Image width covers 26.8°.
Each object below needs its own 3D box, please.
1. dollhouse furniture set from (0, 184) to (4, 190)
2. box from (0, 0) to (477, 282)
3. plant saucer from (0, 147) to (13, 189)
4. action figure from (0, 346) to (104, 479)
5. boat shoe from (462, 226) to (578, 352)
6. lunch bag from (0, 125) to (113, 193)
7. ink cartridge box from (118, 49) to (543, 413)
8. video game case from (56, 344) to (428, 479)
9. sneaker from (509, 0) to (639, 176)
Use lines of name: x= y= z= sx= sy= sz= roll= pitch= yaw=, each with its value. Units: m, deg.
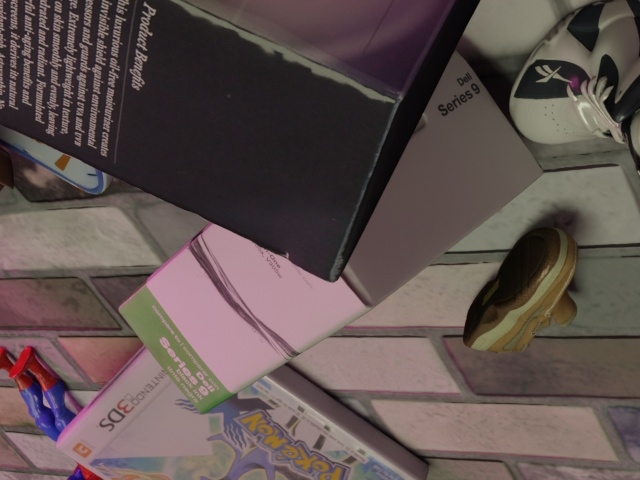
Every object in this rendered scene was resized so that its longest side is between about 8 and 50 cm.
dollhouse furniture set: x=-0.568 y=-0.058 z=1.428 sx=0.362 sy=0.256 sz=0.394 roll=37 pitch=123 yaw=-12
box: x=-0.050 y=-0.185 z=0.799 sx=0.294 sy=0.296 sz=0.182 roll=25 pitch=144 yaw=3
plant saucer: x=-0.333 y=-0.097 z=1.152 sx=0.168 sy=0.029 sz=0.168 roll=29 pitch=178 yaw=1
action figure: x=-0.336 y=0.275 z=1.698 sx=0.091 sy=0.139 sz=0.280 roll=-4 pitch=136 yaw=39
boat shoe: x=0.185 y=0.046 z=1.134 sx=0.072 sy=0.068 sz=0.190 roll=18 pitch=155 yaw=-6
lunch bag: x=-0.270 y=-0.177 z=1.089 sx=0.303 sy=0.115 sz=0.243 roll=30 pitch=151 yaw=13
ink cartridge box: x=0.000 y=0.000 z=1.034 sx=0.121 sy=0.211 sz=0.289 roll=54 pitch=146 yaw=0
video game case: x=-0.095 y=0.244 z=1.512 sx=0.329 sy=0.036 sz=0.300 roll=36 pitch=129 yaw=-12
sneaker: x=0.201 y=-0.083 z=0.877 sx=0.235 sy=0.153 sz=0.094 roll=-14 pitch=126 yaw=44
